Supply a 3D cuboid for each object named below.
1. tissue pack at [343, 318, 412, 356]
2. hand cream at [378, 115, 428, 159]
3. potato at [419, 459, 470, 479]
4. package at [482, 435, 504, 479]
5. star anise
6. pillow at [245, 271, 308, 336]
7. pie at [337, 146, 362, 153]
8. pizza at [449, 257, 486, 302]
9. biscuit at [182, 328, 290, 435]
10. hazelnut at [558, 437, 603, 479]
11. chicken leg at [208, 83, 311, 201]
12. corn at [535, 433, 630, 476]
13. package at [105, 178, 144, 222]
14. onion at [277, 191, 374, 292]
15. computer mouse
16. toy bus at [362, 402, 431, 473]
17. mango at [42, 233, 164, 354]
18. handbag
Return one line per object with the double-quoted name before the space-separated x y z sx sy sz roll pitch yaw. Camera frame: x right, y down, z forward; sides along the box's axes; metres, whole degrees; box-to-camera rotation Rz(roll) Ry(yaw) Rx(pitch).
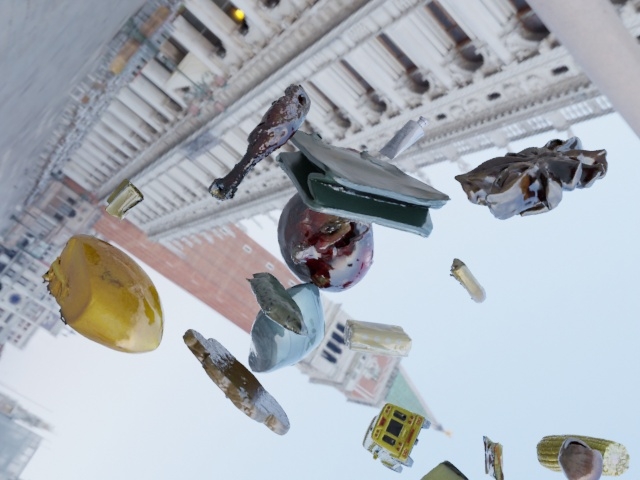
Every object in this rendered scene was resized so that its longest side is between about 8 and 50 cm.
"tissue pack" 0.201 0.348 2.078 0.186 0.222 0.090 -121 -142 -82
"hand cream" 0.221 -0.267 1.520 0.142 0.053 0.084 -44 -150 2
"potato" 0.225 0.475 1.083 0.103 0.066 0.096 -17 -157 -23
"package" 0.476 0.603 1.608 0.121 0.031 0.108 107 -17 -80
"star anise" 0.324 -0.091 0.900 0.220 0.099 0.214 -14 -167 7
"pillow" -0.097 0.118 1.181 0.051 0.093 0.241 -61 -148 13
"pie" 0.072 -0.172 1.701 0.054 0.204 0.219 -47 164 -49
"pizza" 0.444 0.124 1.758 0.056 0.271 0.134 -42 -116 7
"biscuit" -0.170 0.285 1.162 0.041 0.290 0.208 -45 -168 -3
"hazelnut" 0.484 0.415 1.091 0.086 0.086 0.086 -41 -156 22
"chicken leg" -0.078 -0.152 0.845 0.106 0.051 0.253 -28 -156 49
"corn" 0.633 0.524 1.432 0.093 0.093 0.244 -62 -170 -26
"package" -0.407 -0.083 1.212 0.071 0.047 0.131 -50 -158 -5
"onion" 0.000 0.000 1.406 0.272 0.272 0.195 -38 174 28
"computer mouse" -0.077 0.241 1.433 0.188 0.122 0.371 -24 156 -25
"toy bus" 0.213 0.579 1.719 0.145 0.151 0.331 -61 169 -23
"mango" -0.353 0.093 0.972 0.126 0.252 0.154 -54 160 14
"handbag" 0.067 -0.109 1.034 0.079 0.247 0.260 -69 -154 21
